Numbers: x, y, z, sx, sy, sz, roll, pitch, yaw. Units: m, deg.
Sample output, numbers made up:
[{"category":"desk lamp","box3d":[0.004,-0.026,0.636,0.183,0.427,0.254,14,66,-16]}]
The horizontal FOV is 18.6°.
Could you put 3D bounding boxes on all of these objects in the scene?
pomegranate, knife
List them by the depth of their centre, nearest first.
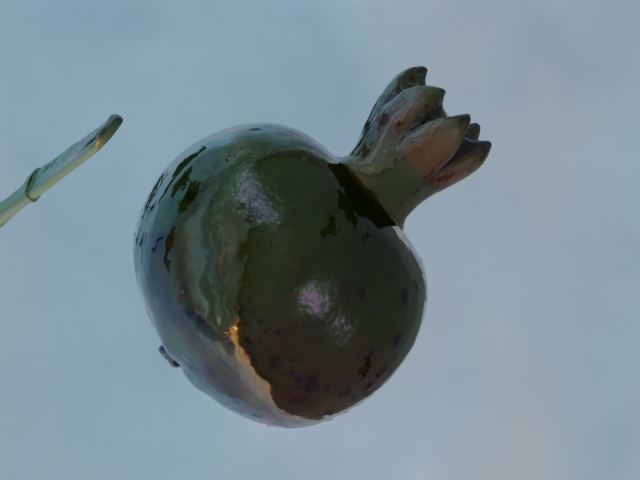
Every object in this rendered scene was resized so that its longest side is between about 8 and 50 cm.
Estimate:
[{"category":"pomegranate","box3d":[0.000,0.000,0.706,0.142,0.114,0.114,-42,-34,2]},{"category":"knife","box3d":[-0.170,-0.028,1.138,0.014,0.207,0.030,41,-129,-16]}]
